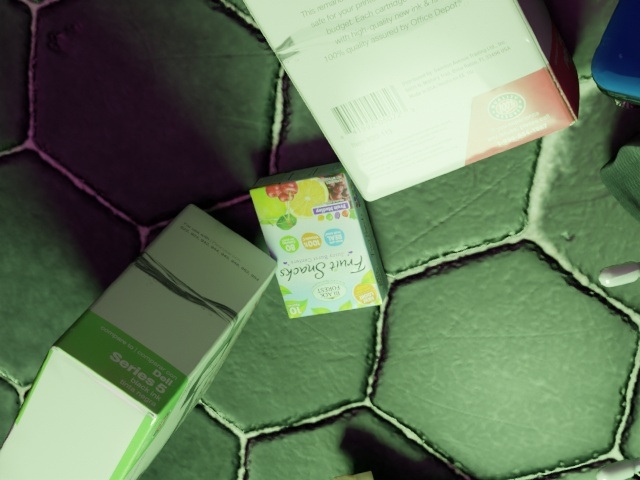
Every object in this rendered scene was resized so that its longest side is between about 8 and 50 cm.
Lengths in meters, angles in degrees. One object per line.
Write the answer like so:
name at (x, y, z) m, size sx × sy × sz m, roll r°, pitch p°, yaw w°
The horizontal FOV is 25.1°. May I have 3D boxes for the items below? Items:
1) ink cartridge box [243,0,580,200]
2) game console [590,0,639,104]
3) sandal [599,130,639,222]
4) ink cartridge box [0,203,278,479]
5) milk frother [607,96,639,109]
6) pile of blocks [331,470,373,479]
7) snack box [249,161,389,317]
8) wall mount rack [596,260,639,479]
ink cartridge box at (0.070, -0.200, 1.218) m, size 0.207 × 0.117 × 0.283 m, roll -20°, pitch 120°, yaw 22°
game console at (0.394, -0.181, 1.132) m, size 0.250 × 0.293 × 0.173 m, roll 19°, pitch 164°, yaw 33°
sandal at (0.290, -0.059, 1.194) m, size 0.054 × 0.254 × 0.097 m, roll -41°, pitch 94°, yaw -1°
ink cartridge box at (-0.170, 0.120, 1.351) m, size 0.115 × 0.273 × 0.198 m, roll 34°, pitch 126°, yaw 3°
milk frother at (0.310, -0.125, 1.209) m, size 0.143 × 0.135 × 0.129 m, roll 2°, pitch 80°, yaw 9°
pile of blocks at (0.160, 0.355, 1.494) m, size 0.362 × 0.149 × 0.112 m, roll 39°, pitch 160°, yaw 6°
snack box at (0.000, 0.000, 1.401) m, size 0.100 × 0.037 × 0.141 m, roll -9°, pitch 111°, yaw 20°
wall mount rack at (0.406, 0.107, 1.289) m, size 0.304 × 0.130 × 0.350 m, roll 2°, pitch 113°, yaw 14°
